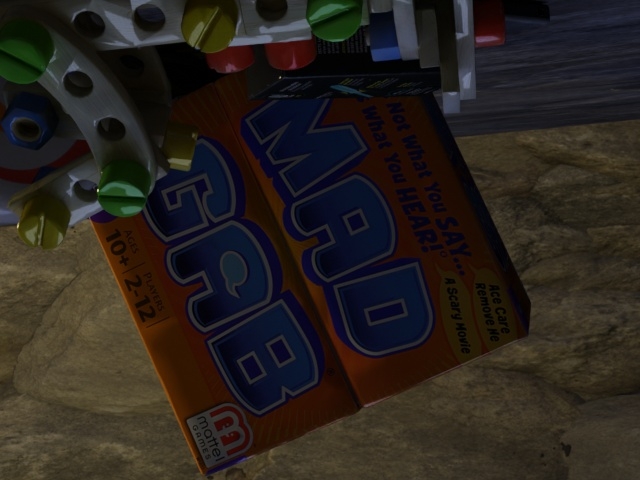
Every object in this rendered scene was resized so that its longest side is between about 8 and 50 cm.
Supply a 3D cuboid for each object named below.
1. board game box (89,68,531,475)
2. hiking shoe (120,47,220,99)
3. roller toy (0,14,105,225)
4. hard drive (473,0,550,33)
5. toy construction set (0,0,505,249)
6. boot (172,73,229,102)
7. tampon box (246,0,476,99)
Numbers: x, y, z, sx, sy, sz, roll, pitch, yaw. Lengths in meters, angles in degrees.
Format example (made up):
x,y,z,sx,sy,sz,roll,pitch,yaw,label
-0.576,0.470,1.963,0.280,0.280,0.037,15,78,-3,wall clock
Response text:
x,y,z,sx,sy,sz,roll,pitch,yaw,label
0.000,0.000,1.235,0.356,0.356,0.356,-25,177,11,board game box
-0.220,-0.150,1.225,0.227,0.114,0.086,-5,-179,7,hiking shoe
-0.256,-0.104,0.789,0.146,0.191,0.209,-3,-178,43,roller toy
0.153,-0.225,1.109,0.135,0.022,0.094,-5,-179,-41,hard drive
-0.044,-0.117,0.637,0.328,0.215,0.151,-13,-142,-4,toy construction set
-0.126,-0.182,1.334,0.086,0.069,0.190,-10,-165,11,boot
0.027,-0.173,0.888,0.161,0.101,0.120,-4,180,-17,tampon box
